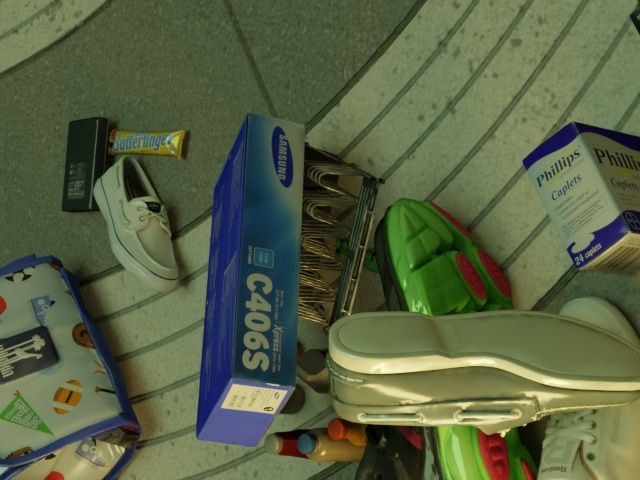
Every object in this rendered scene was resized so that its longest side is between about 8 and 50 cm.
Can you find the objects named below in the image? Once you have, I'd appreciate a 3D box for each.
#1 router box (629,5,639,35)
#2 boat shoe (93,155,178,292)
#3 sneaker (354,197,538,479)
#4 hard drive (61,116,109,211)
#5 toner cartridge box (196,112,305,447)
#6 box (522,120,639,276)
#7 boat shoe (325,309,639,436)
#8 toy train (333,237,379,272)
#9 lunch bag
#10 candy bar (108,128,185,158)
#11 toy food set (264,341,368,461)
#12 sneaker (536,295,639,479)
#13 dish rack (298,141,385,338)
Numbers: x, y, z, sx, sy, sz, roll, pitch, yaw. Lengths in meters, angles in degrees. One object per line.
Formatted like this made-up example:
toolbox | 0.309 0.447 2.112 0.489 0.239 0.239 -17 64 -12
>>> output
router box | 0.406 -0.221 1.464 0.179 0.046 0.133 -39 59 33
boat shoe | -0.247 -0.029 2.033 0.075 0.083 0.226 -55 51 25
sneaker | 0.111 0.184 1.597 0.202 0.185 0.482 -20 70 36
hard drive | -0.342 -0.109 2.168 0.094 0.022 0.135 -1 84 54
toner cartridge box | -0.079 0.044 1.707 0.165 0.075 0.347 123 154 -54
box | 0.290 -0.040 1.494 0.072 0.126 0.137 -42 58 33
boat shoe | 0.162 0.135 1.452 0.116 0.320 0.099 -97 12 -60
toy train | 0.047 0.018 1.794 0.083 0.017 0.023 24 112 43
lunch bag | -0.456 0.246 2.101 0.385 0.239 0.327 -38 57 13
candy bar | -0.243 -0.136 2.090 0.161 0.018 0.040 5 88 43
toy food set | -0.019 0.197 1.770 0.232 0.105 0.111 37 110 40
sneaker | 0.268 0.192 1.488 0.106 0.123 0.290 -21 68 42
dish rack | 0.000 0.000 1.725 0.271 0.074 0.208 -140 61 -76
